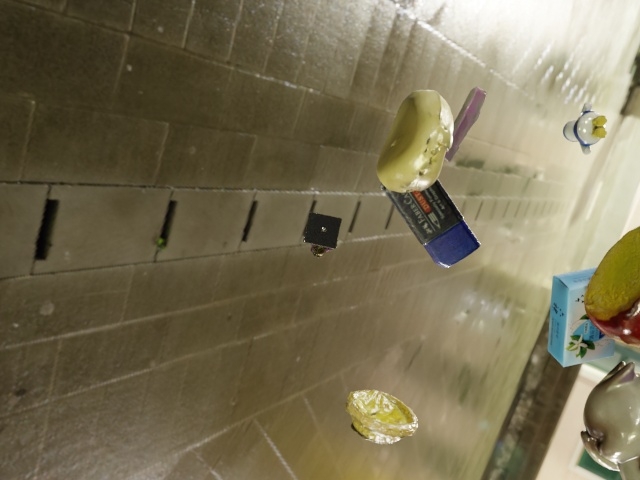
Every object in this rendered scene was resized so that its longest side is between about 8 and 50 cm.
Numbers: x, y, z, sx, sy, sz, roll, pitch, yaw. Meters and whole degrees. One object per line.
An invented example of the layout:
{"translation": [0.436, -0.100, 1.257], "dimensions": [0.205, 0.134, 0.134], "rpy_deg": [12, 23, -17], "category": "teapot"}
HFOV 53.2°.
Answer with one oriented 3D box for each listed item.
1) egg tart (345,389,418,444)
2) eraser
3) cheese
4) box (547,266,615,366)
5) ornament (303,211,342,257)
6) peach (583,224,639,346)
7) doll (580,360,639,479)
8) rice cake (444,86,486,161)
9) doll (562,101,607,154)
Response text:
{"translation": [0.140, 0.422, 1.510], "dimensions": [0.191, 0.191, 0.074], "rpy_deg": [-8, 117, -59], "category": "egg tart"}
{"translation": [0.322, -0.080, 1.899], "dimensions": [0.155, 0.332, 0.101], "rpy_deg": [-35, -170, 8], "category": "eraser"}
{"translation": [0.225, -0.225, 1.519], "dimensions": [0.316, 0.128, 0.260], "rpy_deg": [-103, -150, -68], "category": "cheese"}
{"translation": [0.656, 0.190, 1.596], "dimensions": [0.142, 0.083, 0.232], "rpy_deg": [-10, 117, -8], "category": "box"}
{"translation": [0.008, 0.001, 1.616], "dimensions": [0.203, 0.081, 0.088], "rpy_deg": [86, 16, -72], "category": "ornament"}
{"translation": [0.702, 0.112, 1.346], "dimensions": [0.275, 0.245, 0.249], "rpy_deg": [-47, 155, -26], "category": "peach"}
{"translation": [0.683, 0.448, 1.318], "dimensions": [0.226, 0.370, 0.215], "rpy_deg": [-38, 158, 14], "category": "doll"}
{"translation": [0.361, -0.298, 1.637], "dimensions": [0.047, 0.036, 0.207], "rpy_deg": [27, 94, -43], "category": "rice cake"}
{"translation": [0.501, -0.212, 1.220], "dimensions": [0.143, 0.057, 0.099], "rpy_deg": [-109, -162, -85], "category": "doll"}
